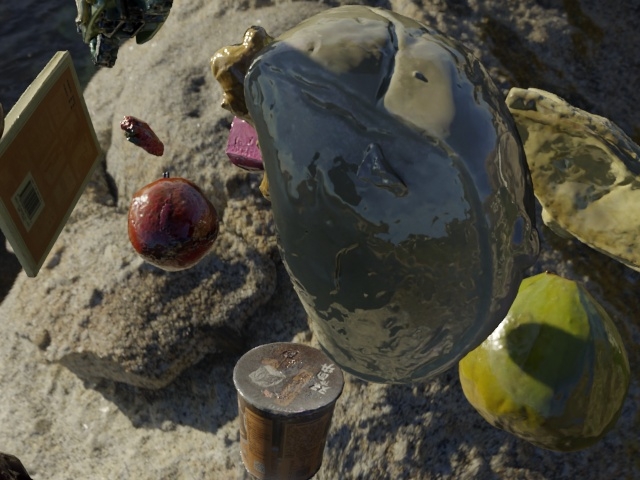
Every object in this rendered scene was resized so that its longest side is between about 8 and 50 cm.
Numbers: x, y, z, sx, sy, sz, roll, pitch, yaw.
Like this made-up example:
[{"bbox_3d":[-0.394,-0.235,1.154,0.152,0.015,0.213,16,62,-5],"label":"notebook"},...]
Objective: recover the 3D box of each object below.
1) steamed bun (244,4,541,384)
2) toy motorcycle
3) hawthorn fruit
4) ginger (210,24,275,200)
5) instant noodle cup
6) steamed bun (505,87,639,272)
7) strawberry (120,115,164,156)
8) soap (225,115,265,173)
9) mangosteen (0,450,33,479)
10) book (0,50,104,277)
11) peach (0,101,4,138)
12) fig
[{"bbox_3d":[0.099,-0.047,0.595,0.236,0.384,0.247,-4,26,27],"label":"steamed bun"},{"bbox_3d":[-0.332,-0.445,0.967,0.168,0.410,0.237,-13,97,-34],"label":"toy motorcycle"},{"bbox_3d":[-0.453,-0.044,1.798,0.315,0.316,0.316,0,57,0],"label":"hawthorn fruit"},{"bbox_3d":[-0.084,-0.174,0.884,0.131,0.295,0.086,-8,42,-5],"label":"ginger"},{"bbox_3d":[-0.068,0.344,1.149,0.217,0.207,0.217,6,24,-3],"label":"instant noodle cup"},{"bbox_3d":[0.489,-0.089,1.032,0.428,0.247,0.189,38,43,14],"label":"steamed bun"},{"bbox_3d":[-0.406,-0.241,1.350,0.048,0.152,0.104,-45,77,10],"label":"strawberry"},{"bbox_3d":[-0.047,-0.205,1.335,0.324,0.220,0.127,11,100,4],"label":"soap"},{"bbox_3d":[-0.210,0.146,0.224,0.166,0.180,0.166,-26,43,27],"label":"mangosteen"},{"bbox_3d":[-0.337,-0.099,0.719,0.018,0.170,0.242,3,46,3],"label":"book"},{"bbox_3d":[-0.321,-0.114,0.416,0.152,0.152,0.152,0,57,0],"label":"peach"},{"bbox_3d":[0.462,0.238,1.196,0.343,0.343,0.343,0,57,0],"label":"fig"}]
